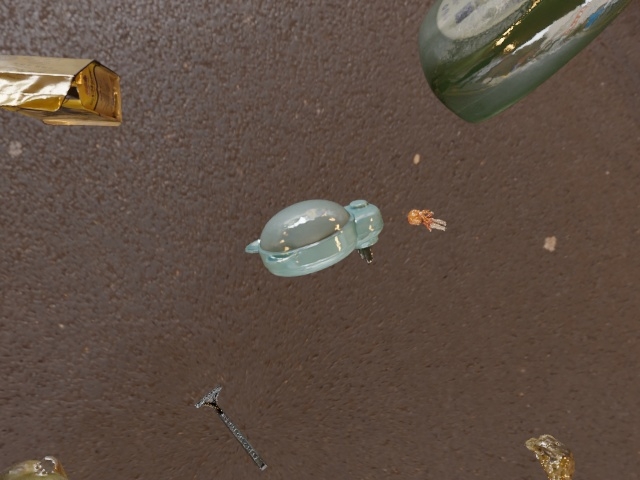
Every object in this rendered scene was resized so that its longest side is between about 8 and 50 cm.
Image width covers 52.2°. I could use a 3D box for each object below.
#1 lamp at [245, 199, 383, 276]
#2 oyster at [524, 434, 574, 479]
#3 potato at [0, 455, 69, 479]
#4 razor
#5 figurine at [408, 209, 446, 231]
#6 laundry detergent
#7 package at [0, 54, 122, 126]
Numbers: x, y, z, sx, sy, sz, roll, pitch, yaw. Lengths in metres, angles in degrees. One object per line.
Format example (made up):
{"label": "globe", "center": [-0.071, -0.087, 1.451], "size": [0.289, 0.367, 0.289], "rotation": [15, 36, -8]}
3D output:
{"label": "lamp", "center": [-0.002, -0.012, 1.360], "size": [0.284, 0.209, 0.147], "rotation": [-6, 104, -25]}
{"label": "oyster", "center": [0.288, 0.270, 0.803], "size": [0.051, 0.093, 0.034], "rotation": [6, 115, -19]}
{"label": "potato", "center": [-0.372, 0.452, 0.817], "size": [0.203, 0.218, 0.350], "rotation": [8, 64, -23]}
{"label": "razor", "center": [-0.172, 0.389, 1.332], "size": [0.066, 0.033, 0.190], "rotation": [-39, 76, -16]}
{"label": "figurine", "center": [0.292, -0.056, 1.774], "size": [0.109, 0.047, 0.064], "rotation": [16, 58, -7]}
{"label": "laundry detergent", "center": [0.151, -0.174, 0.392], "size": [0.063, 0.211, 0.137], "rotation": [32, 38, -22]}
{"label": "package", "center": [-0.202, -0.114, 0.491], "size": [0.071, 0.131, 0.047], "rotation": [4, 94, 2]}
